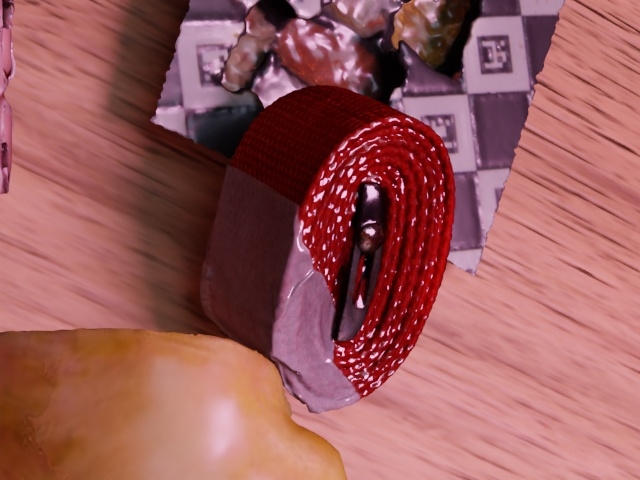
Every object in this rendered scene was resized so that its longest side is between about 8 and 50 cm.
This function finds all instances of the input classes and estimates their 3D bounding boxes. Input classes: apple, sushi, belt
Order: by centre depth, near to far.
[{"bbox_3d":[-0.128,0.175,0.863,0.252,0.309,0.314,-35,92,-31],"label":"apple"},{"bbox_3d":[0.000,0.000,1.061,0.128,0.124,0.200,5,106,-34],"label":"belt"},{"bbox_3d":[0.031,-0.157,1.182,0.294,0.059,0.292,24,75,-25],"label":"sushi"}]

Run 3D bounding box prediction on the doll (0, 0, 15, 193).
[{"bbox_3d":[-0.317,-0.083,0.926,0.268,0.216,0.284,1,94,-6],"label":"doll"}]
